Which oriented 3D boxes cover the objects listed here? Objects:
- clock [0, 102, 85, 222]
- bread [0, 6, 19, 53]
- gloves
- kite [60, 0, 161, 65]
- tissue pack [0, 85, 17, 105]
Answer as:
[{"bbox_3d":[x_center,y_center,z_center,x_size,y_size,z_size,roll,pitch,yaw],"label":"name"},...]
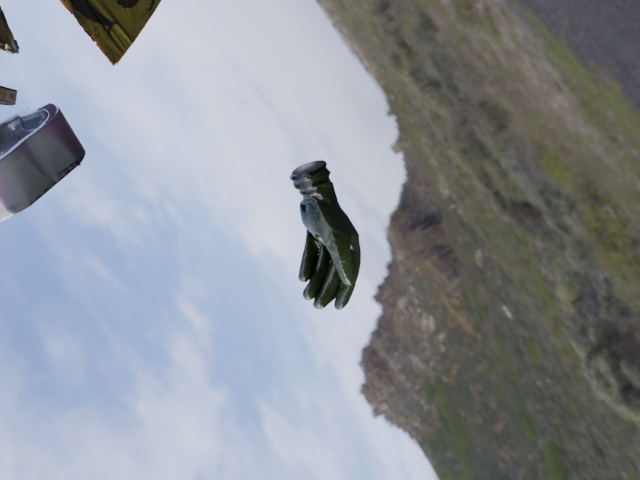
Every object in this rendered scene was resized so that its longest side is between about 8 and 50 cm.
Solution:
[{"bbox_3d":[-0.622,-0.137,1.896,0.102,0.339,0.338,61,-174,-25],"label":"clock"},{"bbox_3d":[-0.750,-0.502,2.230,0.160,0.169,0.140,30,-177,0],"label":"bread"},{"bbox_3d":[0.011,-0.007,1.729,0.135,0.107,0.268,18,116,62],"label":"gloves"},{"bbox_3d":[-0.373,-0.513,1.819,0.328,0.013,0.377,-11,-73,-53],"label":"kite"},{"bbox_3d":[-0.600,-0.266,1.770,0.083,0.063,0.035,10,-92,-53],"label":"tissue pack"}]
